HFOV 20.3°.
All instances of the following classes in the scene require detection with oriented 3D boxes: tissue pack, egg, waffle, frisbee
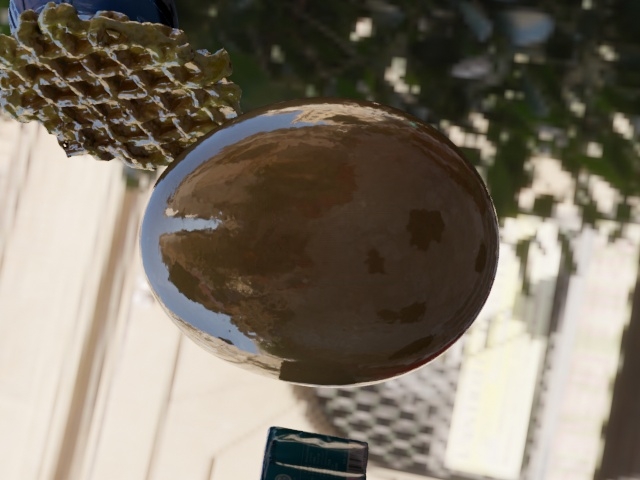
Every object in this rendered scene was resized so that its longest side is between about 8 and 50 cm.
[{"bbox_3d":[-0.014,0.290,1.913,0.169,0.120,0.082,-83,3,-53],"label":"tissue pack"},{"bbox_3d":[0.000,0.000,1.842,0.301,0.374,0.301,-172,90,-74],"label":"egg"},{"bbox_3d":[-0.253,-0.184,2.187,0.302,0.325,0.068,127,158,-59],"label":"waffle"},{"bbox_3d":[-0.299,-0.280,2.304,0.045,0.242,0.242,-50,-38,-61],"label":"frisbee"}]
